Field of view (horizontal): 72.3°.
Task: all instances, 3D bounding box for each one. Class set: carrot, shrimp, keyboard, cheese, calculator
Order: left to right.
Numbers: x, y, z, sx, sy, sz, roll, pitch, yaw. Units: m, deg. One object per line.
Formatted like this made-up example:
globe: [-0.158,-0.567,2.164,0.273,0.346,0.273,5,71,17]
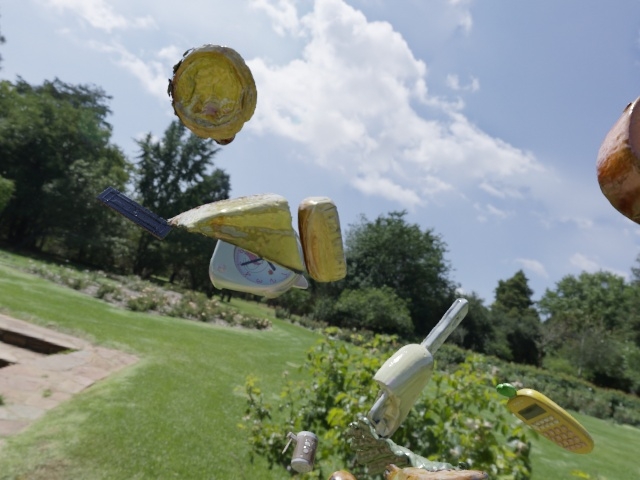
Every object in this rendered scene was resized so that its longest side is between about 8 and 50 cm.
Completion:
keyboard: [-0.506,-0.075,1.202,0.204,0.061,0.013,33,-46,-5]
cheese: [0.147,0.179,0.652,0.050,0.235,0.127,33,-23,37]
shrimp: [0.182,0.396,0.732,0.133,0.053,0.236,-8,-22,-28]
calculator: [0.539,0.426,1.062,0.235,0.032,0.146,38,-28,19]
carrot: [0.619,-0.140,0.713,0.307,0.258,0.100,-13,-11,-6]

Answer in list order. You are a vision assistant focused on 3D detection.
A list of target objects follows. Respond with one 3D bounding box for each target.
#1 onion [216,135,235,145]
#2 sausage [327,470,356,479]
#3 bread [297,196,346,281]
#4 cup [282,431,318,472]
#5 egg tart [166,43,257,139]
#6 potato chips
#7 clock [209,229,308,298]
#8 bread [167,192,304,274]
onion: [-0.312,-0.396,1.440,0.150,0.140,0.150,41,-31,31]
sausage: [0.060,0.729,1.262,0.109,0.108,0.270,14,-35,8]
bread: [0.000,0.000,1.168,0.106,0.236,0.140,-13,16,-9]
cup: [-0.057,0.649,1.357,0.074,0.099,0.102,-24,-62,26]
egg tart: [-0.307,-0.427,1.279,0.279,0.278,0.095,14,13,12]
potato chips: [0.246,0.657,1.305,0.373,0.097,0.389,21,-32,11]
clock: [-0.185,0.064,1.450,0.324,0.265,0.108,16,-26,-1]
bread: [-0.148,0.001,0.719,0.178,0.135,0.240,-14,11,-19]
